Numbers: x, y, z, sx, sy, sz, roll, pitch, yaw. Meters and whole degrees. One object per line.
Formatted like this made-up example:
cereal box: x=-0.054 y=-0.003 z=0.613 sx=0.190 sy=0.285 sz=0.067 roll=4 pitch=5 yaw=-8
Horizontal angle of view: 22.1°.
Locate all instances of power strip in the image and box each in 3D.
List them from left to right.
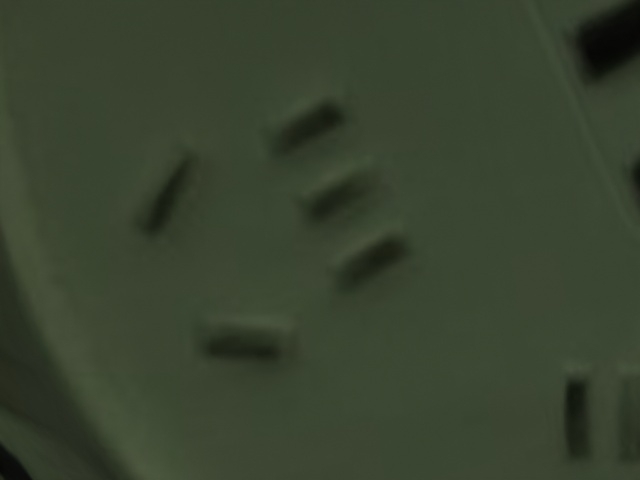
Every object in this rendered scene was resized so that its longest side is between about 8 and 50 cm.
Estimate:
power strip: x=0.028 y=-0.038 z=0.454 sx=0.357 sy=0.357 sz=0.161 roll=-16 pitch=-177 yaw=-31
